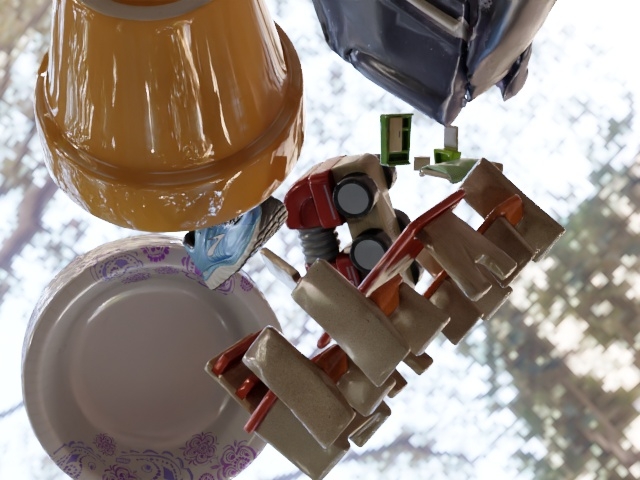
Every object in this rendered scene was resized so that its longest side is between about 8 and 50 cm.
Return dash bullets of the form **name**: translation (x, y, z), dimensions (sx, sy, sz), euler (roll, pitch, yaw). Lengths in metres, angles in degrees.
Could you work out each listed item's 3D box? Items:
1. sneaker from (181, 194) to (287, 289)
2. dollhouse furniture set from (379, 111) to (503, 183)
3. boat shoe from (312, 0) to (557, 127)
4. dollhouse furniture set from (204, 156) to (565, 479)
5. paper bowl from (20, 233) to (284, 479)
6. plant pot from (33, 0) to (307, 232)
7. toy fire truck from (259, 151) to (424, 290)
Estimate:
- **sneaker**: translation (-0.092, -0.008, 1.569), dimensions (0.073, 0.162, 0.063), euler (46, -127, -3)
- **dollhouse furniture set**: translation (0.126, -0.101, 1.742), dimensions (0.076, 0.058, 0.152), euler (-6, -167, -34)
- **boat shoe**: translation (-0.001, -0.202, 0.885), dimensions (0.127, 0.158, 0.340), euler (-22, -128, -32)
- **dollhouse furniture set**: translation (0.028, 0.058, 1.263), dimensions (0.135, 0.259, 0.262), euler (44, -143, 11)
- **paper bowl**: translation (-0.183, 0.132, 1.770), dimensions (0.284, 0.284, 0.148), euler (33, -176, -15)
- **plant pot**: translation (-0.114, -0.142, 1.177), dimensions (0.205, 0.188, 0.205), euler (-1, -126, 1)
- **toy fire truck**: translation (0.000, 0.000, 2.231), dimensions (0.158, 0.246, 0.217), euler (-48, -55, -62)
